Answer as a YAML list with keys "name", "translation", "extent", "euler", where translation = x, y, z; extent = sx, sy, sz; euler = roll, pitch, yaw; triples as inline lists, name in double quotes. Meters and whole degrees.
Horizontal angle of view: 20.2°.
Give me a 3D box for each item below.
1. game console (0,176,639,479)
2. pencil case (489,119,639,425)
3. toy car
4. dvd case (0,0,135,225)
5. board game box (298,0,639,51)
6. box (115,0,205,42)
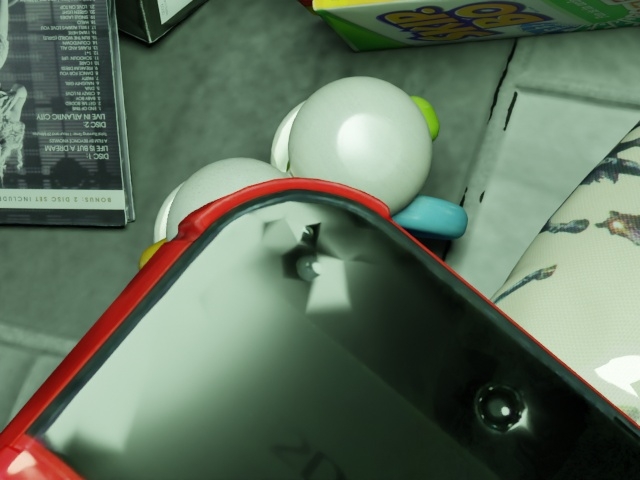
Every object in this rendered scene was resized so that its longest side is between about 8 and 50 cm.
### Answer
- name: "game console"
  translation: [0.023, 0.198, 0.708]
  extent: [0.386, 0.060, 0.342]
  euler: [39, 77, 0]
- name: "pencil case"
  translation: [0.181, 0.018, 0.891]
  extent: [0.410, 0.160, 0.183]
  euler: [-47, 32, -15]
- name: "toy car"
  translation: [0.000, 0.000, 0.974]
  extent: [0.182, 0.159, 0.136]
  euler: [-34, 93, -7]
- name: "dvd case"
  translation: [-0.197, -0.117, 1.060]
  extent: [0.164, 0.221, 0.018]
  euler: [1, 17, 15]
- name: "board game box"
  translation: [0.111, -0.142, 1.023]
  extent: [0.259, 0.124, 0.039]
  euler: [-2, 84, 12]
- name: "box"
  translation: [-0.218, -0.292, 1.110]
  extent: [0.322, 0.257, 0.079]
  euler: [27, 56, 26]
